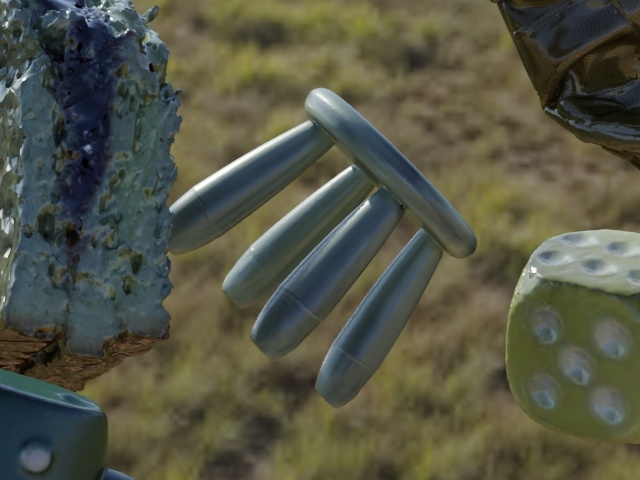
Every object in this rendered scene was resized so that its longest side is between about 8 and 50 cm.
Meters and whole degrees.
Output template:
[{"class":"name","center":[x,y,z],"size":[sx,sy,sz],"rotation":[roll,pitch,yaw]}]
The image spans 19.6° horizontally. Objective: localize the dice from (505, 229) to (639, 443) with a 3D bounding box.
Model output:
[{"class":"dice","center":[0.292,0.094,1.857],"size":[0.169,0.169,0.166],"rotation":[11,25,29]}]

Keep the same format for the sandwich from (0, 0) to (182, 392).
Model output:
[{"class":"sandwich","center":[-0.207,-0.051,1.392],"size":[0.131,0.325,0.262],"rotation":[8,-16,-24]}]

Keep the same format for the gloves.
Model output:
[{"class":"gloves","center":[0.258,-0.140,1.492],"size":[0.154,0.331,0.141],"rotation":[-38,0,-34]}]

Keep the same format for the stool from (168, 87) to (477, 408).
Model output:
[{"class":"stool","center":[0.000,0.000,1.584],"size":[0.195,0.198,0.195],"rotation":[46,-1,31]}]

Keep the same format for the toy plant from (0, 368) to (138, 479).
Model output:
[{"class":"toy plant","center":[-0.175,0.188,0.918],"size":[0.232,0.243,0.112],"rotation":[44,-5,-11]}]
